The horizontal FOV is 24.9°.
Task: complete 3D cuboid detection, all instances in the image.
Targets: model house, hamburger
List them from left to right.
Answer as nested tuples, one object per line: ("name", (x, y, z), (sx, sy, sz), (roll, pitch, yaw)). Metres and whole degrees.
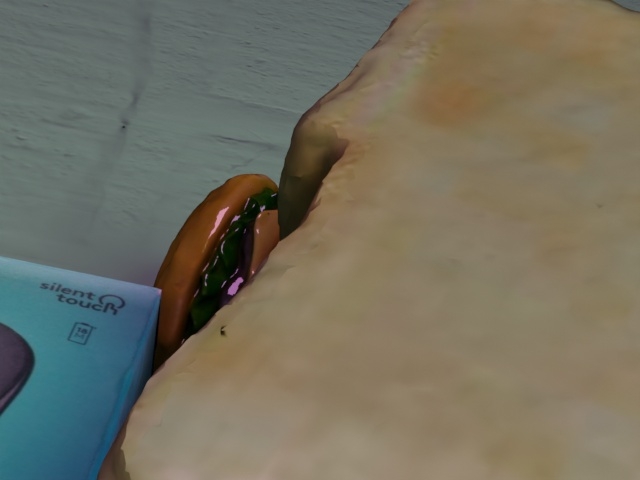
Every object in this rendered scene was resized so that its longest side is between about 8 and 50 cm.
("hamburger", (-0.039, 0.038, 0.898), (0.115, 0.162, 0.162), (21, 29, 12))
("model house", (0.109, 0.136, 0.593), (0.334, 0.342, 0.382), (19, 39, 22))

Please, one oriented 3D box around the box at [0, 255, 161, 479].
("box", (-0.205, 0.121, 0.711), (0.205, 0.118, 0.311), (14, 27, 0))
